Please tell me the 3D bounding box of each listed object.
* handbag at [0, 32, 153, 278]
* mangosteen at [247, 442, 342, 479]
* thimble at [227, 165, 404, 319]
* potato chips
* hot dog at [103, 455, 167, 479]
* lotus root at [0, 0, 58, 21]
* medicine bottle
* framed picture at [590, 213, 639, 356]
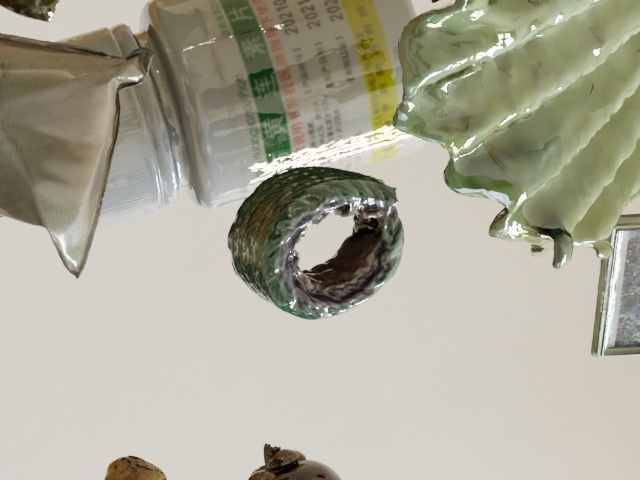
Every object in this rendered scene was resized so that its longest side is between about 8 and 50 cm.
[{"bbox_3d":[-0.270,-0.084,1.474,0.117,0.270,0.182,-27,130,-79],"label":"handbag"},{"bbox_3d":[-0.035,0.309,2.367,0.140,0.140,0.140,60,-8,14],"label":"mangosteen"},{"bbox_3d":[-0.002,0.002,1.623,0.090,0.135,0.118,27,-51,60],"label":"thimble"},{"bbox_3d":[0.184,-0.163,1.077,0.097,0.389,0.373,30,-52,21],"label":"potato chips"},{"bbox_3d":[-0.223,0.355,2.045,0.083,0.289,0.068,24,-37,-14],"label":"hot dog"},{"bbox_3d":[-0.235,-0.361,1.656,0.267,0.149,0.260,-89,-161,-63],"label":"lotus root"},{"bbox_3d":[-0.083,-0.139,1.822,0.208,0.339,0.208,163,-90,-79],"label":"medicine bottle"},{"bbox_3d":[0.277,0.035,1.449,0.183,0.142,0.011,86,2,-54],"label":"framed picture"}]
